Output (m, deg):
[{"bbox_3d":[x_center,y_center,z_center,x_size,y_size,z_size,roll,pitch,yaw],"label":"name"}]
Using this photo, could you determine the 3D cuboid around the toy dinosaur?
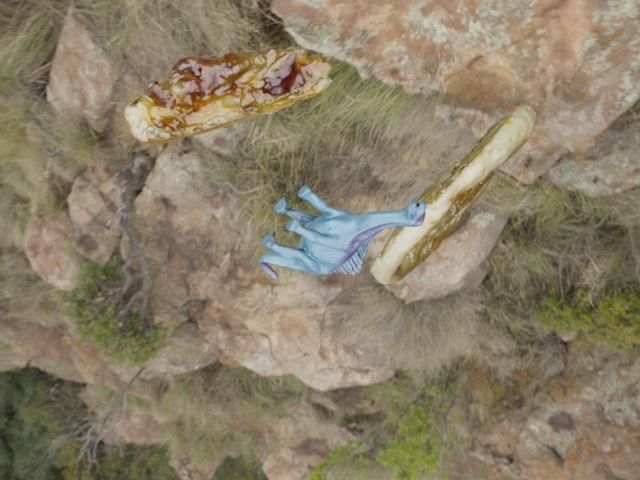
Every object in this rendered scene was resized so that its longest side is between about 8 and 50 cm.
[{"bbox_3d":[0.000,0.000,0.421,0.080,0.045,0.197,28,150,-26],"label":"toy dinosaur"}]

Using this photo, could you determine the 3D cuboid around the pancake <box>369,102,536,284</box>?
[{"bbox_3d":[0.204,-0.064,0.874,0.065,0.356,0.356,44,115,14],"label":"pancake"}]

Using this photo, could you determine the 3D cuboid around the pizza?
[{"bbox_3d":[-0.084,-0.143,0.527,0.194,0.154,0.069,-16,102,8],"label":"pizza"}]
